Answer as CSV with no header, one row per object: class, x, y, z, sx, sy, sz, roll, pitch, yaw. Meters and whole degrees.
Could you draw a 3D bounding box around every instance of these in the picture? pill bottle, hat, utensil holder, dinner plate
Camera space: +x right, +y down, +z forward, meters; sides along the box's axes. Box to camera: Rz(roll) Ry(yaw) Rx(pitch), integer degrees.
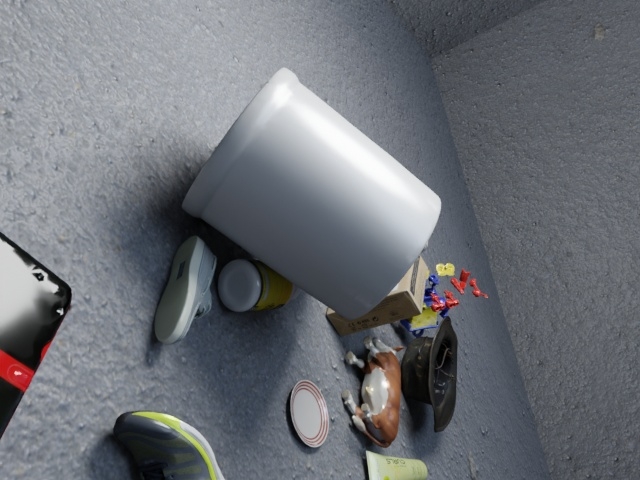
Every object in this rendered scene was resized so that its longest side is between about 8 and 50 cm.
pill bottle,-0.116,0.091,1.175,0.184,0.103,0.103,6,66,-60
hat,0.310,0.383,1.685,0.331,0.133,0.332,1,90,-65
utensil holder,-0.011,-0.081,1.105,0.385,0.328,0.328,36,35,-8
dinner plate,-0.027,0.371,1.234,0.141,0.017,0.141,42,37,-43

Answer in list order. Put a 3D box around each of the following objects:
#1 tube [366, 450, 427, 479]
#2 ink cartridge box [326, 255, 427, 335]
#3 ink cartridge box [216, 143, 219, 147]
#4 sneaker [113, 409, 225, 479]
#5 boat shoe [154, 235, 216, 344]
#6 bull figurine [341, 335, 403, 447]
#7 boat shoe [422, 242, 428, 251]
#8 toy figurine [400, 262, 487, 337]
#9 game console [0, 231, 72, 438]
tube,0.186,0.579,1.435,0.240,0.062,0.070,26,8,-46
ink cartridge box,0.149,0.129,1.487,0.088,0.234,0.193,56,29,-25
ink cartridge box,-0.127,-0.155,1.345,0.218,0.092,0.158,62,28,-10
sneaker,-0.202,0.370,0.823,0.300,0.111,0.121,59,33,-15
boat shoe,-0.222,0.092,1.006,0.081,0.079,0.228,43,33,-33
bull figurine,0.143,0.359,1.466,0.188,0.101,0.311,41,35,-36
boat shoe,0.171,-0.014,1.705,0.340,0.127,0.158,29,46,-16
toy figurine,0.299,0.224,1.741,0.191,0.362,0.217,-127,-144,-51
game console,-0.474,0.071,0.604,0.387,0.060,0.342,50,27,-33
